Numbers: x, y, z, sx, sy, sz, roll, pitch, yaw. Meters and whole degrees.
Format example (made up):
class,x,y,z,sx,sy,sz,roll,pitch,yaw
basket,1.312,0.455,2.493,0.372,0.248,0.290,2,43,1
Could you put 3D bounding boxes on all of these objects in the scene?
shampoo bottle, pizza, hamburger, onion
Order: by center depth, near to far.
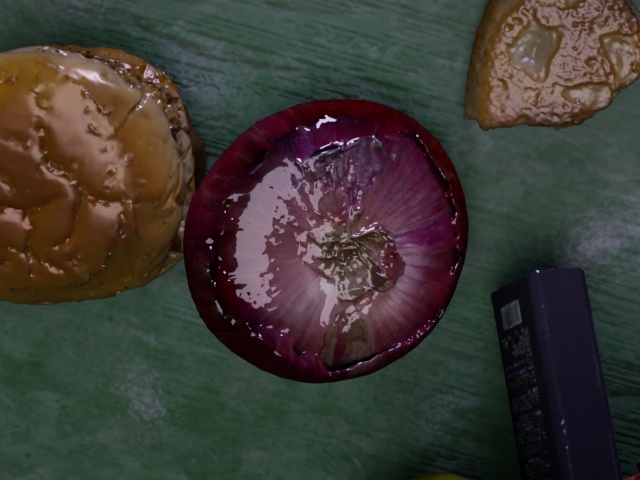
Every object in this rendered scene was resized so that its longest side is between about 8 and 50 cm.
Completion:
class,x,y,z,sx,sy,sz,roll,pitch,yaw
pizza,0.211,-0.169,1.207,0.161,0.062,0.182,14,103,8
shampoo bottle,0.206,0.183,1.220,0.071,0.098,0.309,-3,77,-17
onion,0.002,-0.002,1.220,0.248,0.161,0.248,-11,115,-24
hamburger,-0.217,-0.051,1.224,0.244,0.163,0.244,1,108,3

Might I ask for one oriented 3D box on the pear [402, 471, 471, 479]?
class,x,y,z,sx,sy,sz,roll,pitch,yaw
pear,0.118,0.338,1.306,0.159,0.292,0.292,-14,112,-36

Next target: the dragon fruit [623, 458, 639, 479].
class,x,y,z,sx,sy,sz,roll,pitch,yaw
dragon fruit,0.408,0.263,1.212,0.342,0.277,0.277,39,107,7
